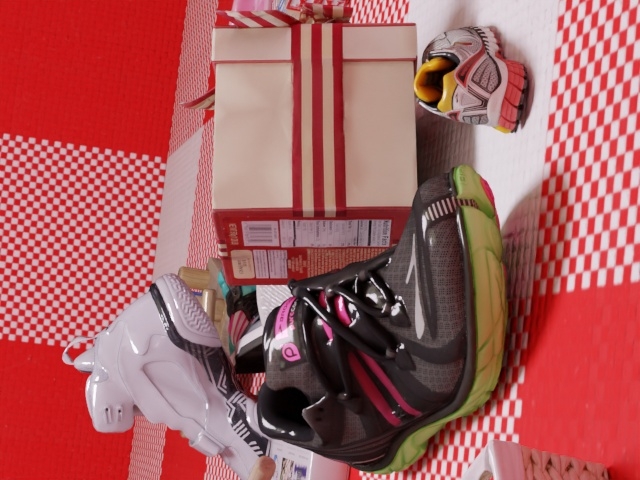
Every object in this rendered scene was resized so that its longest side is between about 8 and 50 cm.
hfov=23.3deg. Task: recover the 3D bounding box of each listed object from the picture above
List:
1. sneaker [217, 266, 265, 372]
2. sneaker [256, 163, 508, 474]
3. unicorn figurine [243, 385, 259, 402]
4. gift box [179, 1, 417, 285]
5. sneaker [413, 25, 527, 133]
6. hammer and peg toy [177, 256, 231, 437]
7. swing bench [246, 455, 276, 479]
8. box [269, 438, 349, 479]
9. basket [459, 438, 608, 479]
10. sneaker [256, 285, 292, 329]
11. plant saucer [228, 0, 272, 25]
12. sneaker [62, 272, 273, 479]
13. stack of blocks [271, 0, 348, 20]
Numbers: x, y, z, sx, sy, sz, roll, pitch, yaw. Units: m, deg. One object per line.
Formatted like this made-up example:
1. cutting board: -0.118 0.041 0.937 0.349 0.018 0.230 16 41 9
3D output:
1. sneaker: -0.075 0.088 2.251 0.295 0.124 0.178 137 129 -71
2. sneaker: 0.051 0.102 1.541 0.483 0.202 0.185 116 157 -51
3. unicorn figurine: -0.103 0.263 2.309 0.162 0.060 0.111 62 176 3
4. gift box: -0.023 -0.110 1.727 0.255 0.276 0.258 99 173 -66
5. sneaker: 0.137 -0.174 1.582 0.225 0.093 0.088 -122 41 -71
6. hammer and peg toy: -0.171 0.185 2.554 0.361 0.127 0.266 -131 53 -72
7. swing bench: 0.030 0.315 1.399 0.254 0.253 0.165 126 149 -63
8. box: -0.024 0.351 2.014 0.232 0.058 0.322 169 110 -75
9. basket: 0.167 0.253 1.196 0.113 0.103 0.167 115 158 -49
10. sneaker: 0.000 0.000 2.043 0.135 0.150 0.366 -2 97 39
11. plant saucer: -0.093 -0.341 2.628 0.332 0.084 0.332 -171 90 -77
12. sneaker: -0.199 0.247 2.177 0.366 0.210 0.137 60 172 -2
13. stack of blocks: -0.013 -0.456 2.358 0.171 0.087 0.297 117 157 -53
